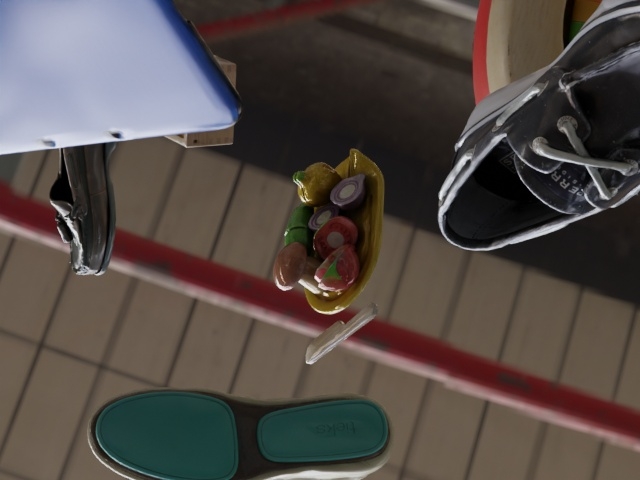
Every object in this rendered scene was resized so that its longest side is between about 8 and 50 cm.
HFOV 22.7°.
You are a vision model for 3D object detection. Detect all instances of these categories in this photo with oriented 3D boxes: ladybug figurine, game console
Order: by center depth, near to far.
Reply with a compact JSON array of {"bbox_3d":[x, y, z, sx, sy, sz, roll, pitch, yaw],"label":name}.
[{"bbox_3d":[-0.204,-0.207,1.120,0.293,0.250,0.173,-3,167,33],"label":"game console"},{"bbox_3d":[0.304,-0.255,1.950,0.305,0.449,0.162,28,161,-36],"label":"ladybug figurine"}]

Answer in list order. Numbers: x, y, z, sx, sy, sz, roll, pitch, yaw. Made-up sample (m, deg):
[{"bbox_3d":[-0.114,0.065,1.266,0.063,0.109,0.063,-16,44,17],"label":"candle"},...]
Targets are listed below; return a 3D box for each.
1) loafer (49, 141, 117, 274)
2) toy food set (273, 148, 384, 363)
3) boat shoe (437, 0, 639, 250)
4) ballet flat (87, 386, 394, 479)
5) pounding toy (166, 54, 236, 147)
[{"bbox_3d":[-0.297,-0.078,1.916,0.084,0.268,0.096,-9,-149,-29],"label":"loafer"},{"bbox_3d":[0.000,0.000,1.626,0.071,0.218,0.128,22,145,-30],"label":"toy food set"},{"bbox_3d":[0.159,-0.065,0.946,0.108,0.102,0.301,38,152,-13],"label":"boat shoe"},{"bbox_3d":[-0.065,0.165,1.290,0.248,0.086,0.086,4,163,-10],"label":"ballet flat"},{"bbox_3d":[-0.176,-0.196,2.130,0.100,0.130,0.141,-7,-161,-30],"label":"pounding toy"}]
